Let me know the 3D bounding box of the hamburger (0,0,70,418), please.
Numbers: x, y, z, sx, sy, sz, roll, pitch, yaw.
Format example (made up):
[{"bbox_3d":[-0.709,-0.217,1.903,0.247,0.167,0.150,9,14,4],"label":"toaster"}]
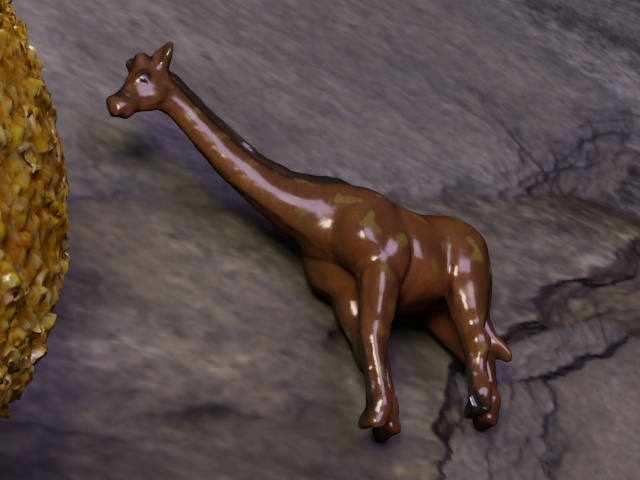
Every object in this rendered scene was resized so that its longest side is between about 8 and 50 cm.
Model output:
[{"bbox_3d":[-0.220,-0.029,0.740,0.294,0.179,0.276,22,58,-49],"label":"hamburger"}]

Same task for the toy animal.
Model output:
[{"bbox_3d":[0.000,0.000,1.025,0.224,0.066,0.230,-1,66,-34],"label":"toy animal"}]
